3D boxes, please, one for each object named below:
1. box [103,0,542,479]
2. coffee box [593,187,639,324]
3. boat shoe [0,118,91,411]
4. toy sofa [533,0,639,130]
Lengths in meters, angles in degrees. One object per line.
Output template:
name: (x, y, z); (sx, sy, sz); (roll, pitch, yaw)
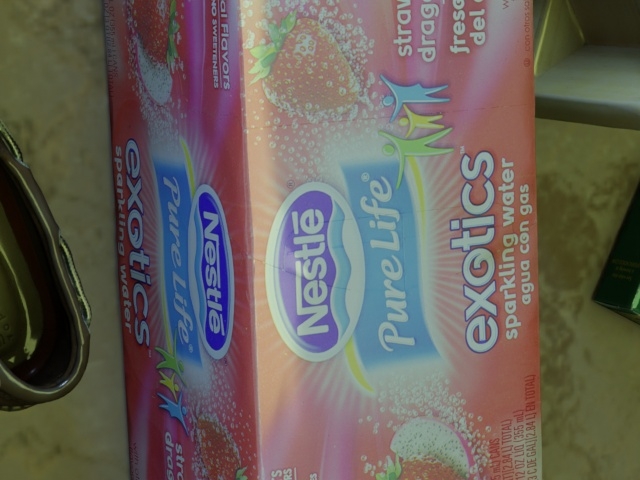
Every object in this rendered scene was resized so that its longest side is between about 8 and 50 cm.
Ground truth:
box: (0.000, 0.000, 0.775); (0.142, 0.154, 0.300); (-7, 101, -28)
coffee box: (0.232, -0.026, 0.961); (0.113, 0.040, 0.184); (24, 85, -28)
boat shoe: (-0.166, -0.043, 0.712); (0.095, 0.095, 0.257); (-38, 113, -19)
toy sofa: (0.111, -0.245, 0.803); (0.177, 0.150, 0.362); (-33, 111, -19)
